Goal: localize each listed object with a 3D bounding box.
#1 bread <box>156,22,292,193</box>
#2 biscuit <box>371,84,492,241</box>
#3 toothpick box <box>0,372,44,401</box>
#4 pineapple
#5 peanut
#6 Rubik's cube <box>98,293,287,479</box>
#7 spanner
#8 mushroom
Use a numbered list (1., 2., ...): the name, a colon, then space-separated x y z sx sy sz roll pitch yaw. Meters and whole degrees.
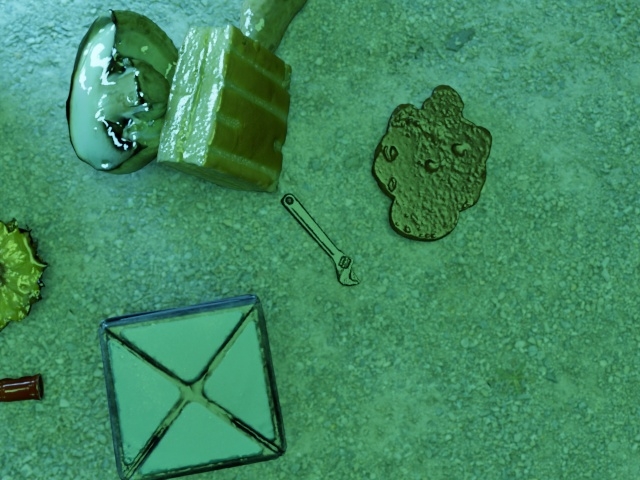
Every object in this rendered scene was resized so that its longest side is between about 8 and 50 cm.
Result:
1. bread: -0.143 -0.213 1.430 0.111 0.246 0.239 9 85 26
2. biscuit: 0.199 -0.141 1.555 0.208 0.041 0.290 14 83 -6
3. toothpick box: -0.512 0.251 1.442 0.083 0.047 0.047 -5 86 -6
4. pineapple: -0.557 0.057 1.437 0.224 0.076 0.225 0 85 -3
5. peanut: -0.079 -0.419 1.522 0.099 0.099 0.214 38 84 -2
6. Rubik's cube: -0.203 0.227 1.373 0.259 0.255 0.260 -11 86 -8
7. spanner: 0.000 0.000 1.537 0.046 0.012 0.208 -40 90 -7
8. mushroom: -0.312 -0.234 1.443 0.189 0.164 0.267 -32 68 33
